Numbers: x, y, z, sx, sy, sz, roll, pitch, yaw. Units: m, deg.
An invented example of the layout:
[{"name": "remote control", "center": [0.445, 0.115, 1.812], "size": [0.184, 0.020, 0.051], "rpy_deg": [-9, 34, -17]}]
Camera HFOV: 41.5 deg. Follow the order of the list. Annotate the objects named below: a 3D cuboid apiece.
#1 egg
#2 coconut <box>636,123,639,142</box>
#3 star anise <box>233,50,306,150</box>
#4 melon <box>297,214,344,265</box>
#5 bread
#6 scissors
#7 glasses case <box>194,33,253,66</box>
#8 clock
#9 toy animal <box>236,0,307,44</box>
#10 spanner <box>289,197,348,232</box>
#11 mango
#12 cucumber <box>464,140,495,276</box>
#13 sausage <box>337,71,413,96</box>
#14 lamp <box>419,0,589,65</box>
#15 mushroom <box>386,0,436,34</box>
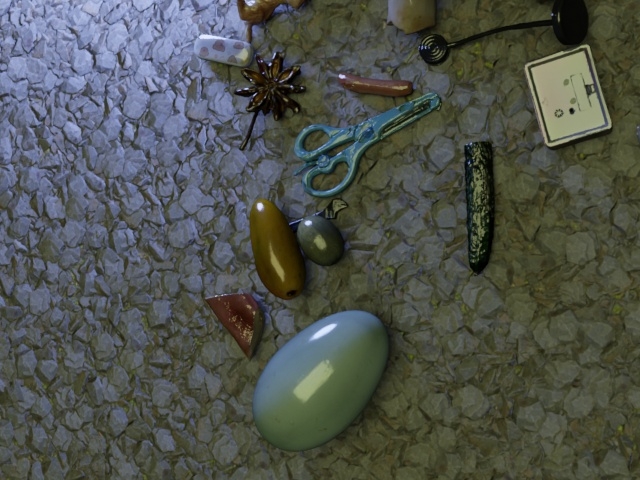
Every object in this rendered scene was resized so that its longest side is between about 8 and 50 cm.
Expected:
[{"name": "egg", "center": [0.003, 0.308, 1.874], "size": [0.371, 0.230, 0.230], "rpy_deg": [-47, 73, 8]}, {"name": "coconut", "center": [0.715, -0.212, 1.678], "size": [0.162, 0.161, 0.161], "rpy_deg": [-7, 85, 21]}, {"name": "star anise", "center": [-0.144, -0.350, 2.041], "size": [0.234, 0.073, 0.177], "rpy_deg": [-34, 84, -1]}, {"name": "melon", "center": [0.000, 0.000, 1.962], "size": [0.098, 0.098, 0.131], "rpy_deg": [-41, 70, 14]}, {"name": "bread", "center": [-0.188, 0.182, 2.037], "size": [0.119, 0.067, 0.192], "rpy_deg": [-43, 73, 21]}, {"name": "scissors", "center": [0.104, -0.239, 1.970], "size": [0.392, 0.032, 0.180], "rpy_deg": [-26, 79, 17]}, {"name": "glasses case", "center": [-0.242, -0.473, 2.105], "size": [0.164, 0.041, 0.063], "rpy_deg": [16, 96, 21]}, {"name": "clock", "center": [0.525, -0.303, 1.796], "size": [0.146, 0.071, 0.192], "rpy_deg": [-16, 82, 19]}, {"name": "toy animal", "center": [-0.106, -0.571, 2.051], "size": [0.185, 0.104, 0.184], "rpy_deg": [-4, 120, 3]}, {"name": "spanner", "center": [-0.028, -0.049, 2.020], "size": [0.208, 0.012, 0.046], "rpy_deg": [-22, 79, 19]}, {"name": "mango", "center": [-0.107, 0.021, 1.981], "size": [0.113, 0.138, 0.253], "rpy_deg": [-19, 77, -3]}, {"name": "cucumber", "center": [0.351, -0.068, 1.854], "size": [0.067, 0.067, 0.294], "rpy_deg": [-2, 87, 20]}, {"name": "sausage", "center": [0.124, -0.361, 1.965], "size": [0.186, 0.043, 0.043], "rpy_deg": [11, 91, 21]}, {"name": "lamp", "center": [0.378, -0.459, 1.821], "size": [0.371, 0.108, 0.130], "rpy_deg": [4, 88, 28]}, {"name": "mushroom", "center": [0.187, -0.616, 1.865], "size": [0.292, 0.292, 0.290], "rpy_deg": [20, 123, 20]}]
